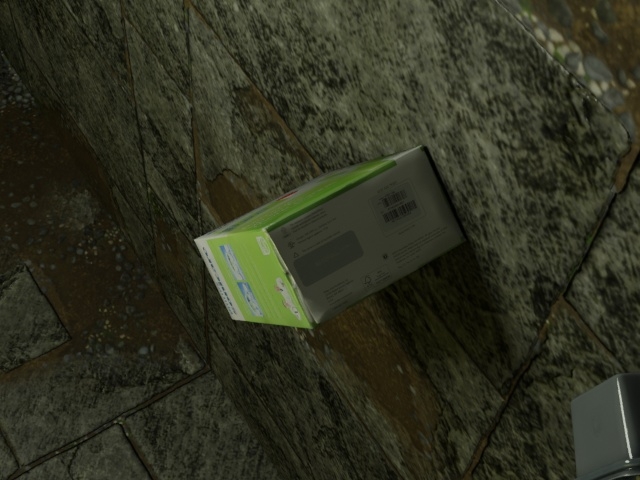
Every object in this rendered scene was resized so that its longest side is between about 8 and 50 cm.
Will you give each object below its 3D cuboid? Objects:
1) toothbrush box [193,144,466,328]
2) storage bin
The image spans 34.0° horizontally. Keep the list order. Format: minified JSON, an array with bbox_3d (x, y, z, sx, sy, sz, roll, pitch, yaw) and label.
[{"bbox_3d":[0.000,0.000,1.208,0.122,0.206,0.283,64,161,-6],"label":"toothbrush box"},{"bbox_3d":[0.280,0.173,0.933,0.135,0.098,0.091,117,151,-67],"label":"storage bin"}]
